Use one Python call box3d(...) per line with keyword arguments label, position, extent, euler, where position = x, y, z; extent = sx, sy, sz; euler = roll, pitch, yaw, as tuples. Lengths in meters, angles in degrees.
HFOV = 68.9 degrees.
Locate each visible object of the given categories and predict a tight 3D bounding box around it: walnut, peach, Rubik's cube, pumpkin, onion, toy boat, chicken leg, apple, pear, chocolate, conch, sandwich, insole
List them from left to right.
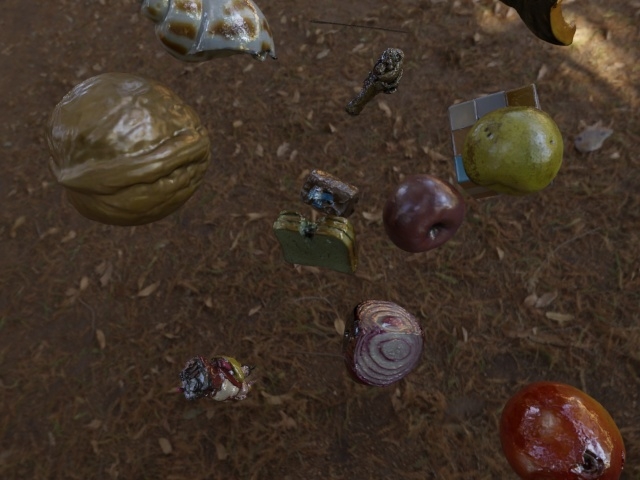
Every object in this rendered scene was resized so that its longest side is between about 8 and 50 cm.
box3d(label="walnut", position=(-0.388, -0.181, 0.953), extent=(0.333, 0.332, 0.332), euler=(-10, 54, 14))
box3d(label="conch", position=(-0.217, -0.411, 0.869), extent=(0.275, 0.148, 0.183), euler=(-13, 17, -35))
box3d(label="sandwich", position=(-0.010, 0.002, 1.581), extent=(0.274, 0.249, 0.095), euler=(9, 57, 17))
box3d(label="toy boat", position=(-0.001, -0.130, 1.433), extent=(0.060, 0.137, 0.060), euler=(23, 93, 22))
box3d(label="chocolate", position=(0.035, -0.167, 1.787), extent=(0.214, 0.148, 0.093), euler=(28, 31, 7))
box3d(label="insole", position=(0.116, -0.624, 1.364), extent=(0.323, 0.007, 0.109), euler=(17, 24, 22))
box3d(label="chicken leg", position=(0.144, -0.395, 1.186), extent=(0.196, 0.080, 0.125), euler=(-53, 15, 5))
box3d(label="onion", position=(0.163, 0.293, 1.334), extent=(0.216, 0.206, 0.207), euler=(10, 21, -8))
box3d(label="apple", position=(0.367, -0.102, 1.688), extent=(0.306, 0.305, 0.234), euler=(-26, 53, 2))
box3d(label="Rubik's cube", position=(0.755, -0.393, 1.950), extent=(0.345, 0.347, 0.346), euler=(-8, 78, 28))
box3d(label="pear", position=(0.403, -0.193, 0.976), extent=(0.198, 0.197, 0.197), euler=(-10, 54, 14))
box3d(label="pumpkin", position=(0.484, -0.597, 1.060), extent=(0.095, 0.258, 0.290), euler=(-38, 75, 3))
box3d(label="peach", position=(0.553, 0.458, 1.068), extent=(0.281, 0.281, 0.237), euler=(-2, 98, 20))

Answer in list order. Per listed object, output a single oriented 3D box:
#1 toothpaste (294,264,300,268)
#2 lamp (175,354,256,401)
box3d(label="toothpaste", position=(0.000, 0.000, 1.880), extent=(0.100, 0.066, 0.323), euler=(-39, 8, 49))
box3d(label="lamp", position=(-0.247, 0.364, 1.210), extent=(0.119, 0.253, 0.118), euler=(-12, 65, 26))
